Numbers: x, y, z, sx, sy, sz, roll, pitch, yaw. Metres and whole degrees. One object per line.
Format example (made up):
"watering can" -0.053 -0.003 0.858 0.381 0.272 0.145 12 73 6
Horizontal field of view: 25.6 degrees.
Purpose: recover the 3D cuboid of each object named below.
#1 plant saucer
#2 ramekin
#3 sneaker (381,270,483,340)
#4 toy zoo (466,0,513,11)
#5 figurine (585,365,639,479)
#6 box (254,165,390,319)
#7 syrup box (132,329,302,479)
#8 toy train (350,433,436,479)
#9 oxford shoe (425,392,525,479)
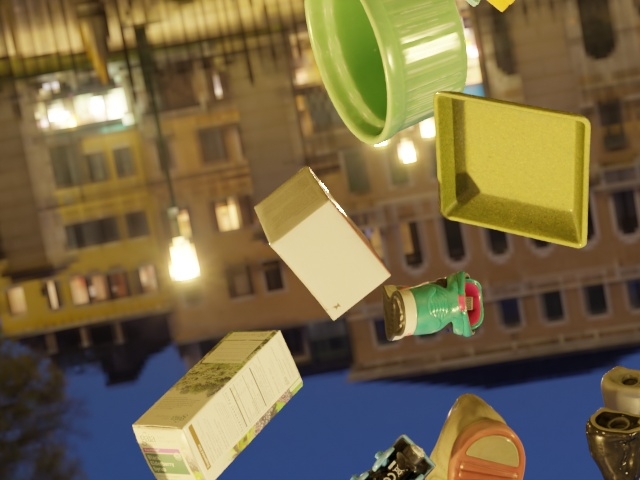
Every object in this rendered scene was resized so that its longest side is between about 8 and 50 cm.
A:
"plant saucer" 0.231 -0.093 1.659 0.188 0.188 0.045 14 -137 23
"ramekin" 0.103 -0.313 2.187 0.148 0.303 0.303 -19 -171 -16
"sneaker" 0.216 0.123 2.668 0.178 0.123 0.295 -5 180 -6
"toy zoo" 0.290 -0.410 1.815 0.293 0.030 0.192 -47 -163 27
"figurine" 0.475 0.333 2.199 0.092 0.209 0.215 3 -155 20
"box" 0.000 0.000 1.749 0.091 0.130 0.170 -38 -160 3
"syrup box" -0.134 0.220 1.886 0.093 0.096 0.237 -4 -152 38
"toy train" 0.081 0.346 1.930 0.184 0.080 0.105 -50 169 12
"oxford shoe" 0.215 0.418 2.134 0.140 0.397 0.146 8 -156 -15
